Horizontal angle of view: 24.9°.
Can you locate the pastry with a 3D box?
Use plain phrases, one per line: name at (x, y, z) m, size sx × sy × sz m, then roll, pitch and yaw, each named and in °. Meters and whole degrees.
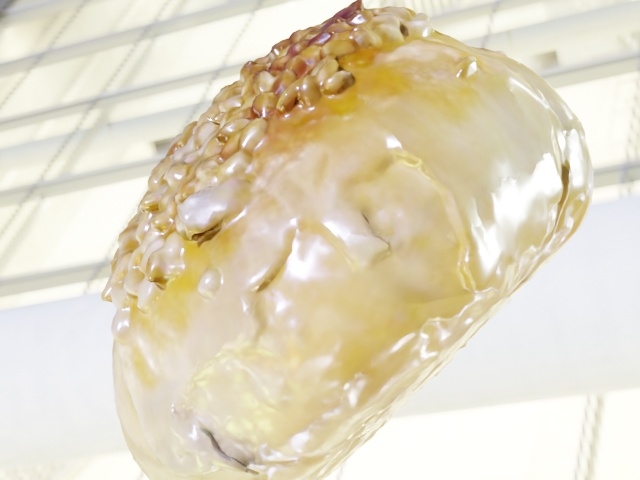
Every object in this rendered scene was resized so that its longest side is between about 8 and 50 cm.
pastry at (0.000, 0.000, 0.758) m, size 0.184 × 0.284 × 0.316 m, roll 45°, pitch -152°, yaw 9°
